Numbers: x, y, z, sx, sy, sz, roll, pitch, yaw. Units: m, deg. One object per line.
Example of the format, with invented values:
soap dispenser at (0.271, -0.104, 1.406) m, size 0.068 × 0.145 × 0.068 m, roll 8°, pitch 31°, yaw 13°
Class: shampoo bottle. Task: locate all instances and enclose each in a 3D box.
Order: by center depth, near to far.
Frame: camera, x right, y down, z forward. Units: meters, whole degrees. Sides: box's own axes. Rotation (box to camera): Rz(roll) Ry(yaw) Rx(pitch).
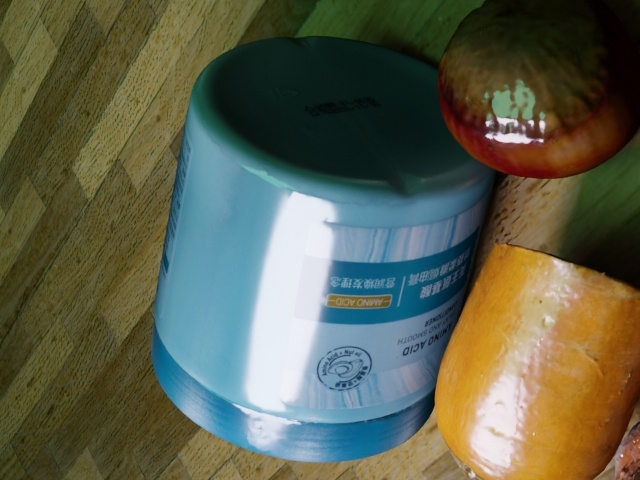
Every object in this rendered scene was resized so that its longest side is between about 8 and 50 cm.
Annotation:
shampoo bottle at (0.000, 0.000, 1.810) m, size 0.331 × 0.331 × 0.342 m, roll 40°, pitch 132°, yaw 36°

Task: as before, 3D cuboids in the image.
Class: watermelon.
watermelon at (0.324, 0.271, 1.688) m, size 0.121 × 0.158 × 0.098 m, roll 39°, pitch 140°, yaw -3°

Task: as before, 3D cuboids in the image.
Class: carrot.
carrot at (0.215, 0.143, 1.690) m, size 0.193 × 0.214 × 0.331 m, roll 16°, pitch 109°, yaw 0°

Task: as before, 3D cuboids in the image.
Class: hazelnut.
hazelnut at (0.213, -0.136, 1.610) m, size 0.208 × 0.208 × 0.208 m, roll 26°, pitch 125°, yaw 44°
